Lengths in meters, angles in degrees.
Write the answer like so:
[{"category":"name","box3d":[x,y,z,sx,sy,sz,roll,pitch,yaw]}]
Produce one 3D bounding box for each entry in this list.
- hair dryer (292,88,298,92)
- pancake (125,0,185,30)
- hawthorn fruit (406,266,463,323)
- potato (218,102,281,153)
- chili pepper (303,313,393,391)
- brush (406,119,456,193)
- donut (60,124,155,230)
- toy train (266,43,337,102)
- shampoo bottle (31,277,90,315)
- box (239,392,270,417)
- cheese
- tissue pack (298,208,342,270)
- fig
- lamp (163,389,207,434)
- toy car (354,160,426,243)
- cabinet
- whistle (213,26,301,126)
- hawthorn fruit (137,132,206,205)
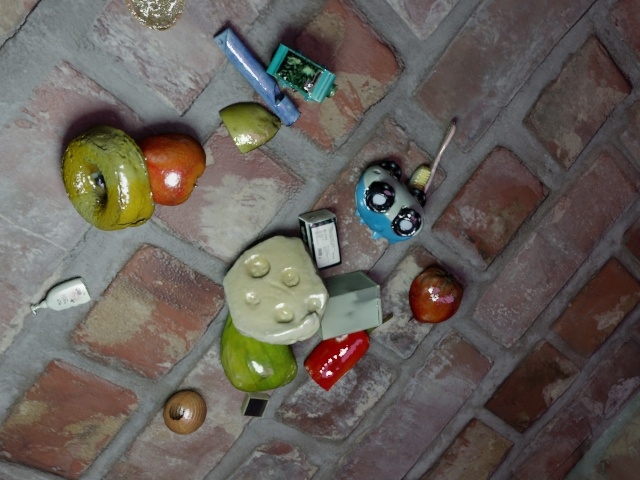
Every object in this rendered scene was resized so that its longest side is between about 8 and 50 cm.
[{"category":"hair dryer","box3d":[-0.048,-0.460,1.700,0.079,0.031,0.083,-18,104,-5]},{"category":"pancake","box3d":[-0.399,-0.591,1.490,0.152,0.025,0.151,-8,114,-19]},{"category":"hawthorn fruit","box3d":[0.373,0.203,2.087,0.181,0.181,0.235,27,117,-30]},{"category":"potato","box3d":[-0.186,-0.325,1.663,0.149,0.081,0.120,-34,123,-6]},{"category":"chili pepper","box3d":[0.099,0.341,2.041,0.338,0.134,0.131,-42,108,1]},{"category":"brush","box3d":[0.342,-0.241,1.933,0.067,0.072,0.312,22,102,-15]},{"category":"donut","box3d":[-0.532,-0.143,1.496,0.107,0.272,0.271,-41,133,-51]},{"category":"toy train","box3d":[-0.050,-0.440,1.615,0.198,0.154,0.107,30,102,-1]},{"category":"shampoo bottle","box3d":[-0.716,0.158,1.670,0.152,0.045,0.077,-19,118,-13]},{"category":"box","box3d":[-0.220,0.554,2.055,0.083,0.035,0.079,13,106,-26]},{"category":"cheese","box3d":[-0.121,0.142,1.772,0.326,0.318,0.115,-62,163,-13]},{"category":"tissue pack","box3d":[0.000,-0.001,1.876,0.103,0.090,0.170,-16,119,-17]},{"category":"fig","box3d":[-0.211,0.326,1.892,0.233,0.314,0.233,-26,156,-12]},{"category":"lamp","box3d":[-0.423,0.537,1.907,0.137,0.136,0.136,-9,115,-19]},{"category":"toy car","box3d":[0.199,-0.102,1.864,0.255,0.188,0.190,43,127,-17]},{"category":"cabinet","box3d":[0.070,0.205,1.958,0.206,0.150,0.144,-12,112,-17]},{"category":"whistle","box3d":[-0.166,-0.434,1.635,0.062,0.062,0.304,-43,121,0]},{"category":"hawthorn fruit","box3d":[-0.414,-0.196,1.566,0.226,0.196,0.196,23,102,-14]}]
